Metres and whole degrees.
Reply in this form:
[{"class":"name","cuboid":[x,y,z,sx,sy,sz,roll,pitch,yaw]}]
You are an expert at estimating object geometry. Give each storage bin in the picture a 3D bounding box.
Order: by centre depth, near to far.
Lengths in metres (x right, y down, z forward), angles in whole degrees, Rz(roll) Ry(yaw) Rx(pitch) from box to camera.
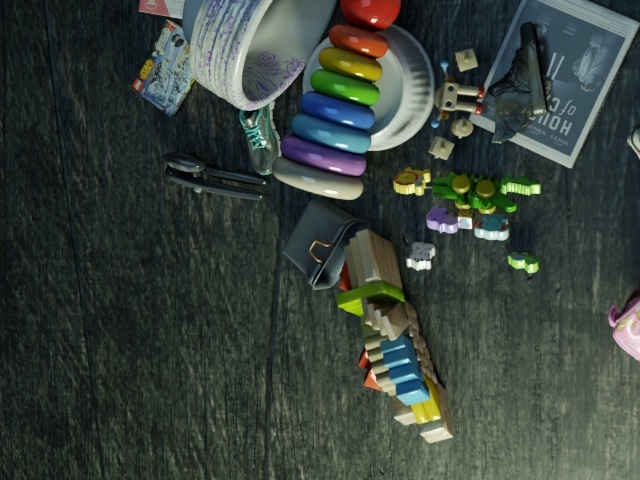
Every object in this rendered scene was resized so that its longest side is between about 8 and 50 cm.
[{"class":"storage bin","cuboid":[0.000,0.000,1.894,0.091,0.098,0.135,37,109,23]}]

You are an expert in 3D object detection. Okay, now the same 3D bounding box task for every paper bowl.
[{"class":"paper bowl","cuboid":[-0.101,-0.354,1.769,0.148,0.284,0.284,34,108,15]}]

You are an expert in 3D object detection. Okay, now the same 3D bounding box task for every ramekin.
[{"class":"ramekin","cuboid":[0.070,-0.241,1.817,0.207,0.109,0.207,3,100,21]}]

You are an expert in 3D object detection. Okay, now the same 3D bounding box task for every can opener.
[{"class":"can opener","cuboid":[-0.179,-0.103,1.961,0.186,0.073,0.059,18,96,8]}]

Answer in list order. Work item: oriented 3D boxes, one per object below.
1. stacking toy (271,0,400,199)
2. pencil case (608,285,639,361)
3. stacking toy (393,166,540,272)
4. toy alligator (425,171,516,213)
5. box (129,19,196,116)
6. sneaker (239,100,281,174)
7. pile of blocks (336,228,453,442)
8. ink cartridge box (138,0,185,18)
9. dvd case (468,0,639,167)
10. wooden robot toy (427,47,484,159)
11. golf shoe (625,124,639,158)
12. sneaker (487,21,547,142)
[{"class":"stacking toy","cuboid":[0.035,-0.234,1.707,0.141,0.141,0.330,19,100,17]},{"class":"pencil case","cuboid":[0.592,0.202,1.664,0.386,0.167,0.160,49,144,8]},{"class":"stacking toy","cuboid":[0.227,-0.025,1.780,0.221,0.052,0.167,6,131,19]},{"class":"toy alligator","cuboid":[0.220,-0.086,1.818,0.190,0.056,0.051,13,61,20]},{"class":"box","cuboid":[-0.255,-0.293,1.975,0.094,0.027,0.137,37,109,10]},{"class":"sneaker","cuboid":[-0.108,-0.190,1.909,0.065,0.076,0.166,-5,97,22]},{"class":"pile of blocks","cuboid":[0.095,0.165,1.849,0.113,0.149,0.362,-20,91,22]},{"class":"ink cartridge box","cuboid":[-0.227,-0.469,1.915,0.115,0.067,0.198,12,102,19]},{"class":"dvd case","cuboid":[0.351,-0.253,1.751,0.179,0.029,0.238,27,106,16]},{"class":"wooden robot toy","cuboid":[0.206,-0.210,1.792,0.076,0.079,0.173,9,93,-9]},{"class":"golf shoe","cuboid":[0.526,-0.099,1.699,0.186,0.067,0.086,52,153,-5]},{"class":"sneaker","cuboid":[0.289,-0.236,1.734,0.089,0.051,0.170,-8,99,18]}]
